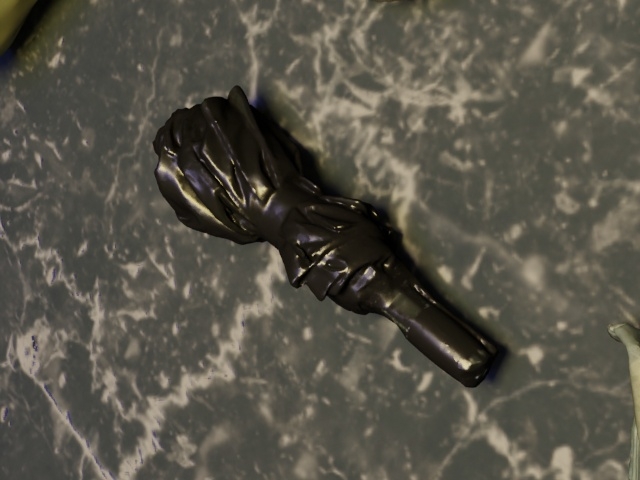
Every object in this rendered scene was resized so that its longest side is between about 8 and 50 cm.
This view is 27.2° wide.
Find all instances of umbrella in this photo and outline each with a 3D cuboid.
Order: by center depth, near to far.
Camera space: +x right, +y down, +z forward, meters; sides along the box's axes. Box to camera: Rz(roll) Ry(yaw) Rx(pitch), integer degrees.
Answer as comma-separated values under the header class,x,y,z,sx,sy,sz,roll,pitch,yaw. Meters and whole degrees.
class,x,y,z,sx,sy,sz,roll,pitch,yaw
umbrella,0.000,0.000,1.036,0.340,0.118,0.118,39,114,24

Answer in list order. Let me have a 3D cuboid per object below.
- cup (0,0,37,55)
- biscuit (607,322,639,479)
class,x,y,z,sx,sy,sz,roll,pitch,yaw
cup,-0.318,-0.301,1.246,0.173,0.255,0.202,34,121,-15
biscuit,0.319,0.131,0.810,0.309,0.079,0.186,-7,90,36
